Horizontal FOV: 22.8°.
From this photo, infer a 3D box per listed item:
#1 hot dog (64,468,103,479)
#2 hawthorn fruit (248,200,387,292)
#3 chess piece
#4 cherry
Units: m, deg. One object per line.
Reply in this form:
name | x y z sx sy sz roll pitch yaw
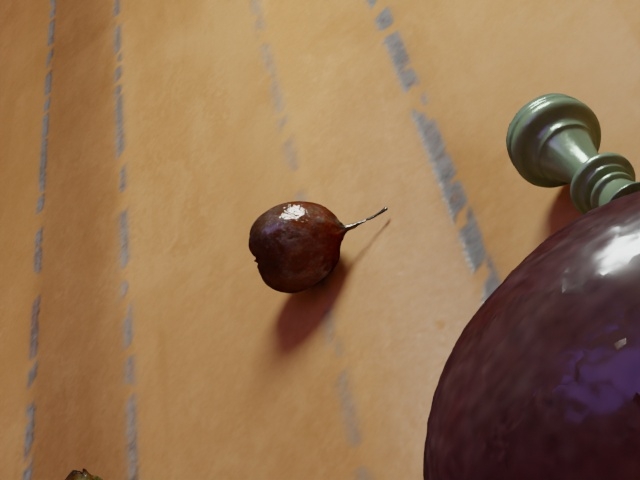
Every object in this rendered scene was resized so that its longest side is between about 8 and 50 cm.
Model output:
hot dog | -0.179 0.250 1.028 0.123 0.093 0.261 -38 12 40
hawthorn fruit | 0.000 0.000 1.129 0.103 0.067 0.067 -13 37 11
chess piece | 0.161 -0.033 0.922 0.059 0.059 0.149 -45 32 9
cherry | 0.159 0.076 0.598 0.236 0.213 0.285 10 33 17
